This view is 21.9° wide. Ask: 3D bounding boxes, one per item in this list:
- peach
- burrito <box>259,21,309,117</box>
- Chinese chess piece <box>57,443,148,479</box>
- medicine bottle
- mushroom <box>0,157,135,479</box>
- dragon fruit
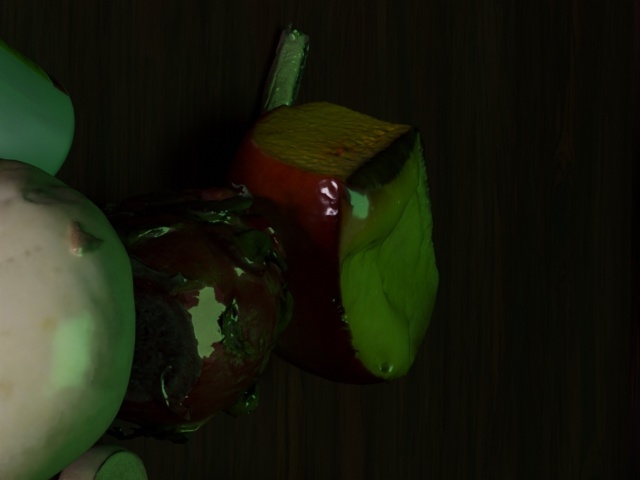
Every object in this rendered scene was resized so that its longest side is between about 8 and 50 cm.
[{"bbox_3d":[0.000,0.000,1.964,0.380,0.243,0.306,82,26,-49],"label":"peach"},{"bbox_3d":[-0.051,-0.189,2.102,0.045,0.041,0.185,22,65,-15],"label":"burrito"},{"bbox_3d":[-0.233,0.278,1.765,0.122,0.051,0.122,-10,101,-61],"label":"Chinese chess piece"},{"bbox_3d":[-0.334,-0.130,1.481,0.225,0.139,0.139,36,59,-56],"label":"medicine bottle"},{"bbox_3d":[-0.299,0.102,1.446,0.336,0.315,0.314,78,23,-68],"label":"mushroom"},{"bbox_3d":[-0.149,0.072,1.730,0.291,0.250,0.269,-45,135,-71],"label":"dragon fruit"}]
